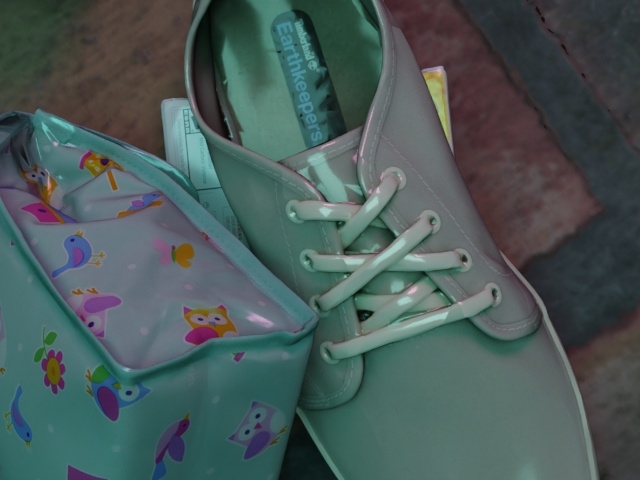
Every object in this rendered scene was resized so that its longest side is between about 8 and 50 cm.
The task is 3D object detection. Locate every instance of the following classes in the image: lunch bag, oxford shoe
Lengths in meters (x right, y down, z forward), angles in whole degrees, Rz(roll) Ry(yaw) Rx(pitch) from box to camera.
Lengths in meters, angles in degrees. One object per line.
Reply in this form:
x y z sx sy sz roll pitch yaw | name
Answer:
-0.139 0.072 1.009 0.262 0.160 0.223 42 132 39 | lunch bag
0.033 0.013 0.999 0.169 0.130 0.449 -22 87 4 | oxford shoe

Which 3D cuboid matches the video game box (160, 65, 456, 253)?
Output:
0.000 0.000 1.090 0.187 0.048 0.205 -5 88 9 | video game box
